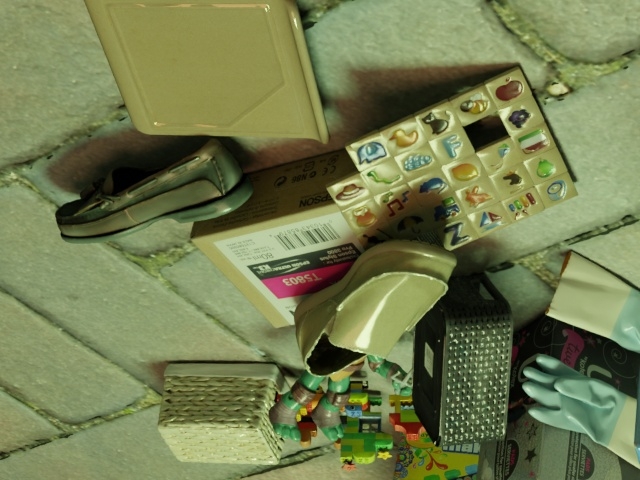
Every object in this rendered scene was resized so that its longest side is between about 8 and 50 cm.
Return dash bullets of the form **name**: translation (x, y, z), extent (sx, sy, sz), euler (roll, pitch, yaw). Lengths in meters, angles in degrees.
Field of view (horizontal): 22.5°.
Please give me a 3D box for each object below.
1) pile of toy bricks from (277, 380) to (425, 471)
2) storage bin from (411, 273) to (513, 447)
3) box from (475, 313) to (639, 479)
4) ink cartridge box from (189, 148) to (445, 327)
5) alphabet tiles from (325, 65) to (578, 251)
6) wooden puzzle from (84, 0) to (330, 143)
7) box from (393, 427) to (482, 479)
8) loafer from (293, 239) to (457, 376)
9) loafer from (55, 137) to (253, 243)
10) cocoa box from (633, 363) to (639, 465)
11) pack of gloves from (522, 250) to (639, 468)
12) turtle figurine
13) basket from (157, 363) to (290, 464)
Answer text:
- **pile of toy bricks**: translation (0.050, 0.259, 2.159), extent (0.212, 0.105, 0.118), euler (-1, 144, 5)
- **storage bin**: translation (0.165, 0.141, 1.904), extent (0.084, 0.122, 0.180), euler (-5, 113, -12)
- **box**: translation (0.295, 0.235, 1.950), extent (0.163, 0.247, 0.142), euler (27, 141, -19)
- **ink cartridge box**: translation (0.000, 0.000, 1.860), extent (0.235, 0.088, 0.193), euler (-14, 136, 30)
- **alphabet tiles**: translation (0.135, -0.067, 1.713), extent (0.237, 0.009, 0.198), euler (-23, 132, 10)
- **wooden puzzle**: translation (-0.115, -0.189, 1.683), extent (0.239, 0.044, 0.221), euler (6, 145, 17)
- **box**: translation (0.191, 0.449, 2.248), extent (0.177, 0.279, 0.290), euler (4, 143, 11)
- **loafer**: translation (0.061, 0.081, 1.787), extent (0.102, 0.092, 0.268), euler (15, 150, -26)
- **loafer**: translation (-0.202, -0.063, 1.849), extent (0.267, 0.096, 0.084), euler (-10, 118, 30)
- **cocoa box**: translation (0.461, 0.124, 1.663), extent (0.231, 0.347, 0.228), euler (-3, 141, 20)
- **pack of gloves**: translation (0.341, 0.150, 1.895), extent (0.232, 0.195, 0.046), euler (27, 169, -19)
- **turtle figurine**: translation (0.034, 0.155, 2.029), extent (0.175, 0.118, 0.234), euler (17, 124, -25)
- **basket**: translation (-0.131, 0.240, 2.213), extent (0.167, 0.103, 0.113), euler (-2, 143, 18)
